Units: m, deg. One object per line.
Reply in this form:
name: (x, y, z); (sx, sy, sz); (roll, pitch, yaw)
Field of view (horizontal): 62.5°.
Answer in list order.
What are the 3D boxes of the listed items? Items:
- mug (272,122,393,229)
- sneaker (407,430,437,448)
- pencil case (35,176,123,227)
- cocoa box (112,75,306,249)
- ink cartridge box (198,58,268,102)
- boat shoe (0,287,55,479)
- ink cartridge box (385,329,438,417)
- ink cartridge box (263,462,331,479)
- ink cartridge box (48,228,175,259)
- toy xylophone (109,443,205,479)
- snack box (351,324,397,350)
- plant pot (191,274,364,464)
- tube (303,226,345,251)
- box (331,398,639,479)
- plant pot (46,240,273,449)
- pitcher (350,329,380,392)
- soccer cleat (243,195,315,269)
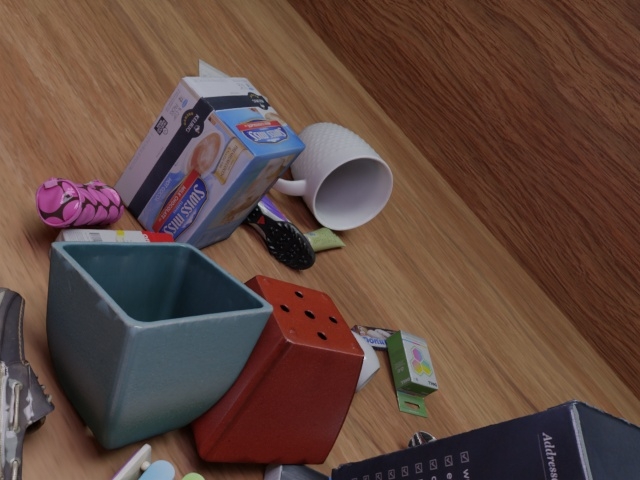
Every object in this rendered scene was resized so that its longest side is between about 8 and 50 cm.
mug: (-0.003, -0.229, 1.720); (0.374, 0.276, 0.328); (-10, 41, -21)
sneaker: (0.301, 0.565, 1.227); (0.279, 0.107, 0.118); (53, 12, 11)
pencil case: (-0.461, -0.074, 1.015); (0.209, 0.095, 0.098); (-126, -154, -87)
cocoa box: (-0.252, -0.163, 1.199); (0.228, 0.347, 0.231); (49, 29, 7)
ink cartridge box: (-0.302, -0.468, 1.823); (0.296, 0.066, 0.261); (23, 35, -34)
boat shoe: (-0.440, 0.232, 0.702); (0.130, 0.132, 0.355); (31, 39, -41)
ink cartridge box: (0.250, 0.356, 1.419); (0.109, 0.062, 0.209); (25, 41, -33)
ink cartridge box: (0.025, 0.564, 0.888); (0.304, 0.072, 0.307); (33, 29, -18)
ink cartridge box: (-0.384, 0.052, 1.029); (0.231, 0.078, 0.134); (2, 49, -49)
toy xylophone: (-0.175, 0.444, 0.723); (0.323, 0.081, 0.236); (26, 31, 0)
snack box: (0.162, 0.276, 1.477); (0.178, 0.022, 0.064); (15, 41, -41)
plant pot: (-0.078, 0.222, 0.973); (0.267, 0.235, 0.267); (19, 24, -36)
tube: (0.000, 0.000, 1.607); (0.240, 0.062, 0.070); (-16, 103, -62)
box: (0.256, 0.529, 0.695); (0.297, 0.472, 0.479); (24, 49, -26)
plant pot: (-0.269, 0.165, 0.819); (0.247, 0.252, 0.248); (30, 18, 35)
pitcher: (0.021, 0.268, 1.234); (0.207, 0.125, 0.178); (42, 48, 18)
soccer cleat: (-0.130, -0.050, 1.459); (0.318, 0.108, 0.116); (41, 25, -1)
